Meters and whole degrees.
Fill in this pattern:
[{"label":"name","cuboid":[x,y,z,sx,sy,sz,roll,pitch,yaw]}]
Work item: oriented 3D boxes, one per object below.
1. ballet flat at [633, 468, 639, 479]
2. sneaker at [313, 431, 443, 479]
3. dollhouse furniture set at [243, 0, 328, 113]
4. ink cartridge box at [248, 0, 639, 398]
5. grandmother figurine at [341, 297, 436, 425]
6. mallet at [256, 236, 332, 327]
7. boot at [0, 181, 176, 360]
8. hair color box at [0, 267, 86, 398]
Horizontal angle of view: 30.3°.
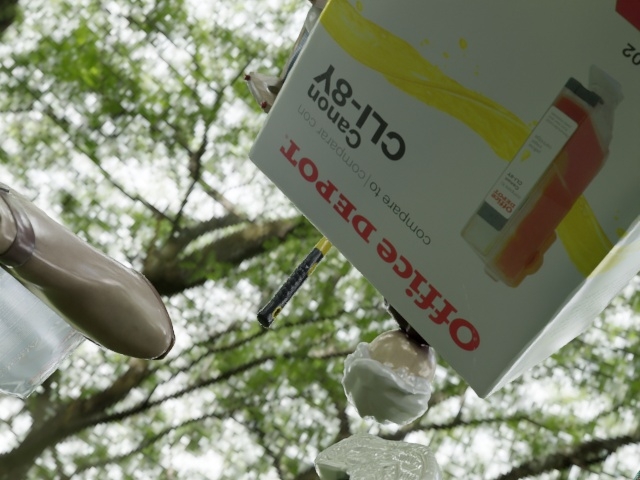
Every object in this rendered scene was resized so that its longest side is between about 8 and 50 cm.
[{"label":"ballet flat","cuboid":[0.281,0.215,0.601,0.316,0.106,0.107,34,-60,-21]},{"label":"sneaker","cuboid":[0.044,0.163,0.674,0.085,0.058,0.152,65,-16,-5]},{"label":"dollhouse furniture set","cuboid":[0.033,-0.145,1.094,0.129,0.184,0.129,8,-57,-30]},{"label":"ink cartridge box","cuboid":[0.152,-0.119,0.828,0.279,0.160,0.385,47,-49,18]},{"label":"grandmother figurine","cuboid":[0.136,0.030,1.113,0.104,0.342,0.208,29,7,-39]},{"label":"mallet","cuboid":[0.000,0.000,1.079,0.039,0.190,0.062,19,-41,32]},{"label":"boot","cuboid":[-0.128,0.010,0.552,0.118,0.042,0.087,32,-6,28]},{"label":"hair color box","cuboid":[-0.263,-0.001,0.808,0.185,0.113,0.374,44,-8,6]}]
